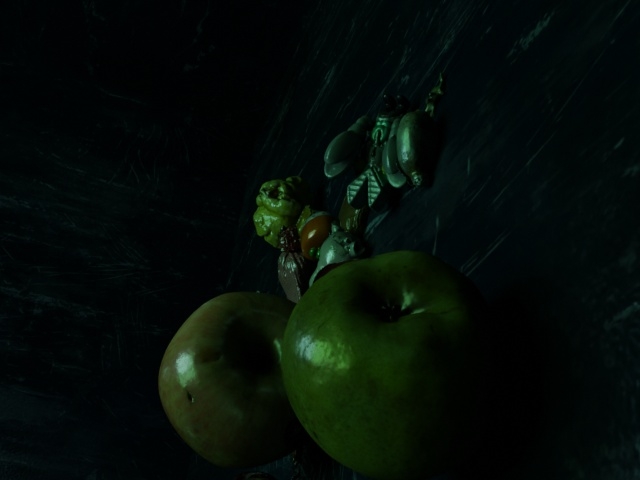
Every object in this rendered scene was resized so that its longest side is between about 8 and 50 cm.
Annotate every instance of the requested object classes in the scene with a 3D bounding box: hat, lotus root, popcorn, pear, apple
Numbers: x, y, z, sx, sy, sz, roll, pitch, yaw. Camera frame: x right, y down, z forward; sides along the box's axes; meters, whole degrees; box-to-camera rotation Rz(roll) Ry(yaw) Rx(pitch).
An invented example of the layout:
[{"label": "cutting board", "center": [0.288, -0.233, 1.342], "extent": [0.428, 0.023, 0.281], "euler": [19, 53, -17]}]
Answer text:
[{"label": "hat", "center": [-0.064, 0.096, 2.029], "extent": [0.237, 0.107, 0.286], "euler": [-152, 55, -76]}, {"label": "lotus root", "center": [0.186, -0.179, 1.430], "extent": [0.088, 0.088, 0.165], "euler": [150, 124, -71]}, {"label": "popcorn", "center": [-0.101, -0.089, 2.236], "extent": [0.226, 0.200, 0.203], "euler": [-34, -10, -21]}, {"label": "pear", "center": [0.091, 0.174, 0.976], "extent": [0.304, 0.304, 0.304], "euler": [-164, 90, -76]}, {"label": "apple", "center": [-0.159, 0.304, 1.617], "extent": [0.346, 0.391, 0.391], "euler": [122, 159, -55]}]

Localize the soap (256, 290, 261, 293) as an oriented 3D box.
[{"label": "soap", "center": [-0.168, 0.243, 2.327], "extent": [0.230, 0.091, 0.145], "euler": [-148, 72, -75]}]

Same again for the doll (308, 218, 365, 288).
[{"label": "doll", "center": [0.036, 0.056, 1.699], "extent": [0.192, 0.095, 0.149], "euler": [-69, 24, 10]}]

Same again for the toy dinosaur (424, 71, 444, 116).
[{"label": "toy dinosaur", "center": [0.228, -0.283, 1.501], "extent": [0.060, 0.029, 0.119], "euler": [-66, -3, -52]}]

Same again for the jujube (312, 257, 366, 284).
[{"label": "jujube", "center": [0.063, 0.153, 1.396], "extent": [0.168, 0.168, 0.236], "euler": [155, 112, -72]}]

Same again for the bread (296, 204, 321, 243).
[{"label": "bread", "center": [-0.029, -0.027, 2.121], "extent": [0.128, 0.069, 0.140], "euler": [-140, 71, -74]}]

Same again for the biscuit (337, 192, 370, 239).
[{"label": "biscuit", "center": [0.070, -0.035, 1.809], "extent": [0.182, 0.034, 0.215], "euler": [156, 128, -73]}]

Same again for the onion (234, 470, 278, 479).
[{"label": "onion", "center": [-0.145, 0.648, 1.734], "extent": [0.173, 0.135, 0.198], "euler": [-105, 19, -60]}]

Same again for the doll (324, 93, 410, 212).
[{"label": "doll", "center": [0.106, -0.193, 1.581], "extent": [0.195, 0.153, 0.258], "euler": [-21, 59, 27]}]

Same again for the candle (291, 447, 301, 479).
[{"label": "candle", "center": [-0.054, 0.487, 1.742], "extent": [0.026, 0.021, 0.167], "euler": [108, 169, -53]}]

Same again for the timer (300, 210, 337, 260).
[{"label": "timer", "center": [0.000, 0.000, 1.930], "extent": [0.136, 0.099, 0.136], "euler": [-177, 90, -75]}]
